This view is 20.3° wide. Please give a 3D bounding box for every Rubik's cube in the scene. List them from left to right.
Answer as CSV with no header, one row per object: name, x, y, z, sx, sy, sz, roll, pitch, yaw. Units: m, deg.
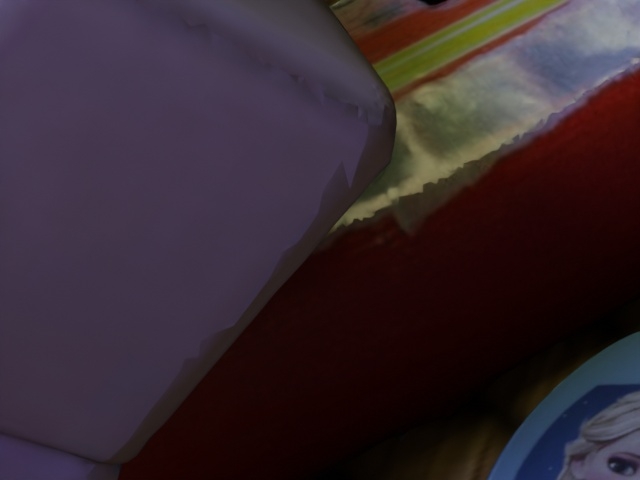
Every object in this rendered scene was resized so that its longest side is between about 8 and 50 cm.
Rubik's cube,-0.254,-0.057,0.445,0.344,0.346,0.347,-48,45,17

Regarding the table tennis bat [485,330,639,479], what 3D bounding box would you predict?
table tennis bat,0.130,0.046,0.499,0.149,0.038,0.237,4,46,34

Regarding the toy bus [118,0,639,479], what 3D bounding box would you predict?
toy bus,0.000,0.000,0.567,0.265,0.121,0.120,-28,44,-6
